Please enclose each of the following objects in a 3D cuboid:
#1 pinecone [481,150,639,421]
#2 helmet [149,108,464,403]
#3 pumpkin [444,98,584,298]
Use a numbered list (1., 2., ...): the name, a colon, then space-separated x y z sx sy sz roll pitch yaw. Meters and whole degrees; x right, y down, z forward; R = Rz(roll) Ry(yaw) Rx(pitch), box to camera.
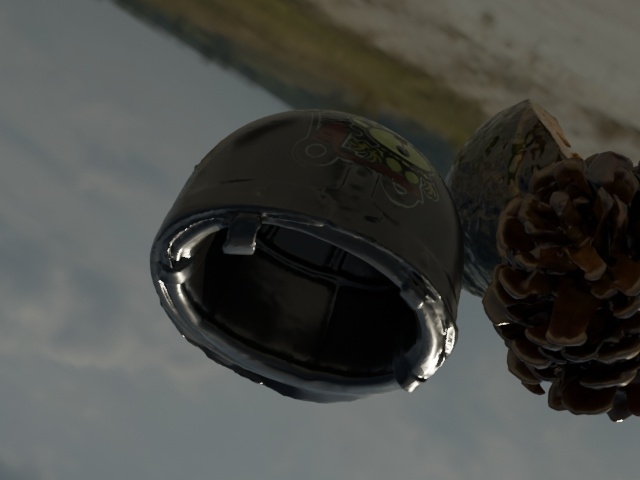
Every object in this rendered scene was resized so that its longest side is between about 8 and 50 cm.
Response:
1. pinecone: 0.167 0.021 1.096 0.173 0.173 0.173 34 -175 -4
2. helmet: 0.000 0.000 1.420 0.231 0.160 0.279 23 153 -6
3. pumpkin: 0.173 -0.010 1.647 0.111 0.163 0.278 38 -165 -49
